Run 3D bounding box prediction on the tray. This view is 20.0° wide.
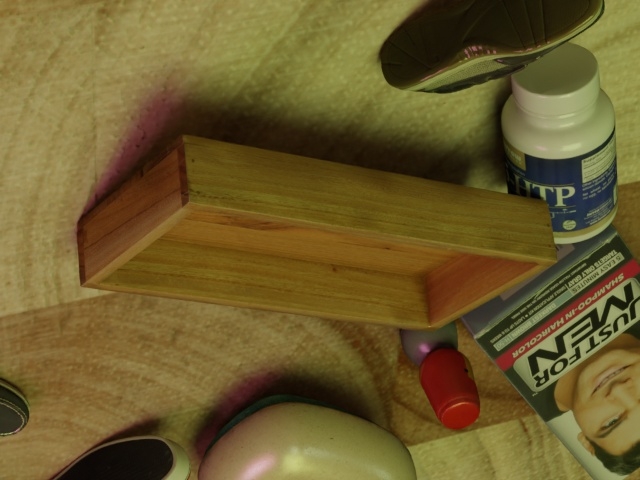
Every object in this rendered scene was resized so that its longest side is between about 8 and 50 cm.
[{"bbox_3d":[0.000,0.000,1.716,0.411,0.076,0.203,10,153,-33],"label":"tray"}]

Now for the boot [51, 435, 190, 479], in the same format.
[{"bbox_3d":[-0.216,0.309,1.925,0.244,0.088,0.176,-30,137,11],"label":"boot"}]

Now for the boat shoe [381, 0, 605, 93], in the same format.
[{"bbox_3d":[0.164,-0.190,1.661,0.223,0.080,0.073,-19,163,29],"label":"boat shoe"}]

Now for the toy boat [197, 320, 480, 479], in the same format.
[{"bbox_3d":[0.038,0.208,1.946,0.318,0.148,0.267,-40,131,19],"label":"toy boat"}]

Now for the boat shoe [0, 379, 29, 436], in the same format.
[{"bbox_3d":[-0.365,0.166,1.730,0.206,0.065,0.075,18,118,-38],"label":"boat shoe"}]

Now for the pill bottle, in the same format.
[{"bbox_3d":[0.235,-0.098,1.784,0.112,0.112,0.186,-21,134,-10],"label":"pill bottle"}]

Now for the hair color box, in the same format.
[{"bbox_3d":[0.296,0.110,1.998,0.185,0.113,0.374,-37,136,6],"label":"hair color box"}]
